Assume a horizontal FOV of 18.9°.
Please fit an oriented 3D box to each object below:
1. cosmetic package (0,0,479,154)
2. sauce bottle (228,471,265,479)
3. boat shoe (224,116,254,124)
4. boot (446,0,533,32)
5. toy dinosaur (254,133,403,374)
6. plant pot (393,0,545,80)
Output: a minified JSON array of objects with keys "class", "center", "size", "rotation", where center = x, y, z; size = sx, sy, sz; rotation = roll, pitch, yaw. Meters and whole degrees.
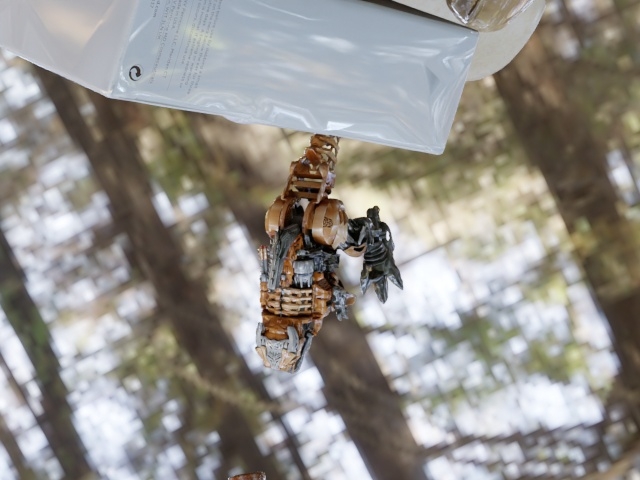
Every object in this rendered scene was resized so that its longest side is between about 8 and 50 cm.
[{"class":"cosmetic package","center":[-0.127,-0.166,1.273],"size":[0.284,0.097,0.377],"rotation":[10,-168,-46]},{"class":"sauce bottle","center":[-0.065,0.298,1.928],"size":[0.042,0.128,0.042],"rotation":[-10,166,-3]},{"class":"boat shoe","center":[0.007,-0.260,2.341],"size":[0.335,0.121,0.119],"rotation":[-32,-153,25]},{"class":"boot","center":[0.172,-0.260,1.190],"size":[0.236,0.089,0.269],"rotation":[-47,176,-9]},{"class":"toy dinosaur","center":[0.000,0.000,2.284],"size":[0.322,0.164,0.218],"rotation":[-61,157,-1]},{"class":"plant pot","center":[0.025,-0.268,1.657],"size":[0.305,0.333,0.334],"rotation":[5,178,-31]}]
